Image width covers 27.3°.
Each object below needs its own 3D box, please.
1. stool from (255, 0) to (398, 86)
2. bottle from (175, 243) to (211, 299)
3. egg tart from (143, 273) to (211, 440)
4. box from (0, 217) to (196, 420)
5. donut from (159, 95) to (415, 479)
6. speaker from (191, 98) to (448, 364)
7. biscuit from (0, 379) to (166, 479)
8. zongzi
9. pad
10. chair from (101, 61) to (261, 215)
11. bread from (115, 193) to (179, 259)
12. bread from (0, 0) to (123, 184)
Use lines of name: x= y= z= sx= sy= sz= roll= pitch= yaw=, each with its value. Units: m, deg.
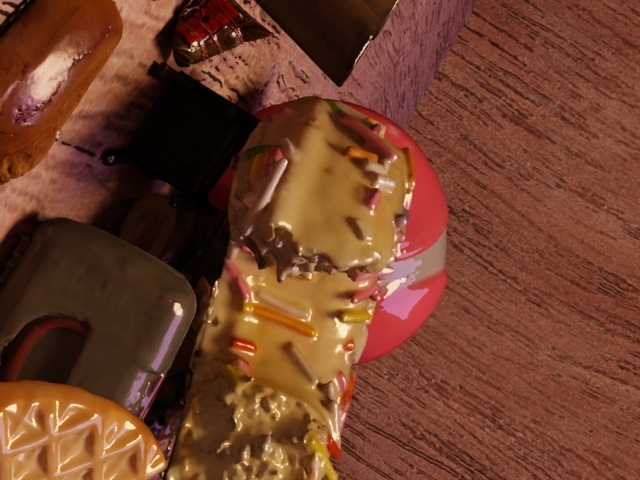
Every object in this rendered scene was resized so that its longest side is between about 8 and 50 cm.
stool: x=-0.004 y=-0.234 z=0.776 sx=0.272 sy=0.178 sz=0.272 roll=-60 pitch=-178 yaw=3
bottle: x=-0.087 y=0.009 z=1.624 sx=0.260 sy=0.112 sz=0.112 roll=-55 pitch=172 yaw=-41
egg tart: x=-0.189 y=0.157 z=1.289 sx=0.297 sy=0.132 sz=0.297 roll=-44 pitch=-179 yaw=1
box: x=-0.195 y=0.092 z=1.018 sx=0.210 sy=0.148 sz=0.129 roll=-61 pitch=-175 yaw=5
donut: x=-0.021 y=0.051 z=1.134 sx=0.307 sy=0.150 sz=0.371 roll=-74 pitch=179 yaw=-62
speaker: x=0.000 y=0.000 z=1.426 sx=0.294 sy=0.294 sz=0.294 roll=-59 pitch=174 yaw=-11
biscuit: x=-0.260 y=0.201 z=0.884 sx=0.309 sy=0.040 sz=0.204 roll=-39 pitch=137 yaw=-7
zongzi: x=-0.089 y=-0.184 z=1.064 sx=0.083 sy=0.073 sz=0.067 roll=-20 pitch=171 yaw=-1
pad: x=-0.108 y=0.023 z=1.166 sx=0.113 sy=0.006 sz=0.188 roll=-59 pitch=-172 yaw=29
chair: x=-0.110 y=-0.084 z=1.163 sx=0.101 sy=0.084 sz=0.212 roll=-57 pitch=174 yaw=4
bread: x=-0.172 y=0.011 z=1.230 sx=0.103 sy=0.049 sz=0.062 roll=-61 pitch=-177 yaw=32
bread: x=-0.168 y=-0.097 z=0.819 sx=0.129 sy=0.044 sz=0.126 roll=-61 pitch=176 yaw=-26
